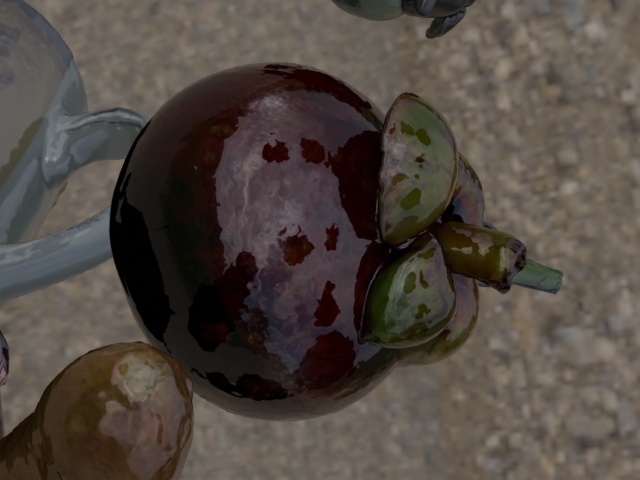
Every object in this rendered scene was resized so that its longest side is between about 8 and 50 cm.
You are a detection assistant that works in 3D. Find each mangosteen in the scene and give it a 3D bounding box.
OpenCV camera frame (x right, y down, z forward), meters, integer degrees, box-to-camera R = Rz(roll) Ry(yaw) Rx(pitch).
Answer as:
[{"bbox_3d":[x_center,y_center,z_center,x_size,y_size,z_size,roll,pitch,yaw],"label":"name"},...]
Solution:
[{"bbox_3d":[0.000,0.000,0.887,0.200,0.200,0.199,14,71,-45],"label":"mangosteen"}]

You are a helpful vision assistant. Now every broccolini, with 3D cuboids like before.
[{"bbox_3d":[0.131,0.015,1.709,0.203,0.068,0.091,27,62,-32],"label":"broccolini"}]

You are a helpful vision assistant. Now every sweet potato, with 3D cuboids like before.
[{"bbox_3d":[-0.143,0.143,0.777,0.095,0.354,0.106,31,34,-10],"label":"sweet potato"}]

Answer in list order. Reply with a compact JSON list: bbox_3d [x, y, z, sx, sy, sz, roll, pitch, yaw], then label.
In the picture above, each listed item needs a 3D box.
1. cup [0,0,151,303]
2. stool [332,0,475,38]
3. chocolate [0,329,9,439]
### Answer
[{"bbox_3d":[-0.251,-0.022,1.222,0.227,0.301,0.257,87,9,-47],"label":"cup"},{"bbox_3d":[0.026,-0.187,0.993,0.125,0.121,0.217,74,11,-53],"label":"stool"},{"bbox_3d":[-0.273,0.066,0.947,0.221,0.147,0.221,3,84,-27],"label":"chocolate"}]
